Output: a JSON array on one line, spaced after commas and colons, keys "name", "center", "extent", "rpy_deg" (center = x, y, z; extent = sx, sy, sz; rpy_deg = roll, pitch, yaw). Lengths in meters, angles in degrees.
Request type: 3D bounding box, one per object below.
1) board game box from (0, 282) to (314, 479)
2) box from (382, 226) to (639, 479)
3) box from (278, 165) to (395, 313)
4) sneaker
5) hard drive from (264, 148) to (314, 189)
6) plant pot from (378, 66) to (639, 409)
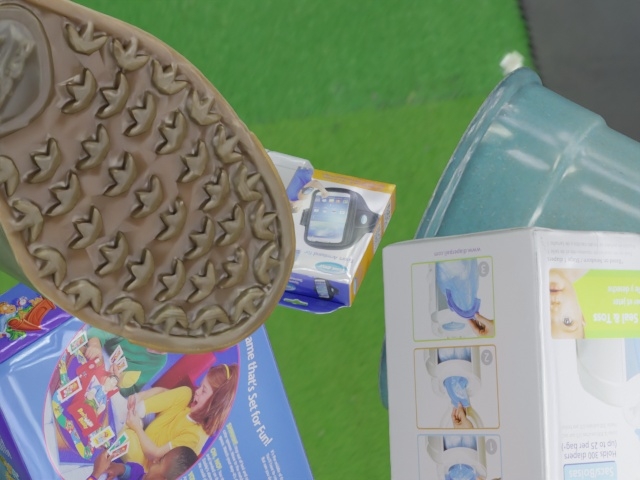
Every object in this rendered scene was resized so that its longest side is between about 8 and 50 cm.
[{"name": "board game box", "center": [-0.140, 0.162, 1.522], "extent": [0.233, 0.078, 0.347], "rpy_deg": [-34, 128, -25]}, {"name": "box", "center": [0.106, 0.100, 0.886], "extent": [0.114, 0.103, 0.203], "rpy_deg": [2, 84, -40]}, {"name": "box", "center": [0.000, 0.000, 1.416], "extent": [0.081, 0.028, 0.136], "rpy_deg": [11, 41, 14]}, {"name": "sneaker", "center": [-0.091, -0.039, 0.433], "extent": [0.192, 0.086, 0.064], "rpy_deg": [33, 86, -43]}, {"name": "hard drive", "center": [-0.169, -0.069, 1.625], "extent": [0.353, 0.233, 0.047], "rpy_deg": [13, 82, 10]}, {"name": "plant pot", "center": [0.274, 0.062, 1.685], "extent": [0.334, 0.341, 0.341], "rpy_deg": [23, 70, 16]}]
